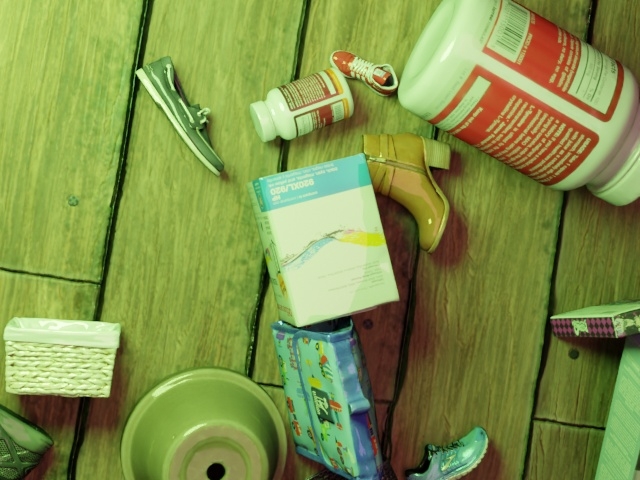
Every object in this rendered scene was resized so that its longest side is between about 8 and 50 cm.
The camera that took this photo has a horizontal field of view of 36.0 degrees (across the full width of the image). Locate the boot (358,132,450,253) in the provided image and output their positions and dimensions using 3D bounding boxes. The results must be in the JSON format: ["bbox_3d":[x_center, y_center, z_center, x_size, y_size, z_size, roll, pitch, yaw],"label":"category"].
[{"bbox_3d":[0.129,-0.080,1.611,0.153,0.073,0.197,6,78,-13],"label":"boot"}]

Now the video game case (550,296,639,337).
[{"bbox_3d":[0.520,0.121,1.611,0.210,0.232,0.041,-11,87,-12],"label":"video game case"}]

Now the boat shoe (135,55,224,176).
[{"bbox_3d":[-0.204,-0.195,1.536,0.065,0.075,0.206,-36,93,-6],"label":"boat shoe"}]

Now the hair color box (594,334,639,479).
[{"bbox_3d":[0.574,0.332,1.615,0.186,0.113,0.374,-2,117,-11],"label":"hair color box"}]

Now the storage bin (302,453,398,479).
[{"bbox_3d":[0.035,0.414,1.571,0.180,0.122,0.084,-27,96,-10],"label":"storage bin"}]

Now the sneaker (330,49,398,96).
[{"bbox_3d":[0.074,-0.276,1.596,0.119,0.067,0.042,28,85,-11],"label":"sneaker"}]

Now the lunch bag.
[{"bbox_3d":[0.032,0.230,1.480,0.138,0.293,0.220,-11,93,-12],"label":"lunch bag"}]

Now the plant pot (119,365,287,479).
[{"bbox_3d":[-0.163,0.326,1.469,0.263,0.229,0.262,0,88,-13],"label":"plant pot"}]

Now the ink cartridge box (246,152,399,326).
[{"bbox_3d":[0.000,0.000,1.532,0.168,0.171,0.232,-15,93,-11],"label":"ink cartridge box"}]

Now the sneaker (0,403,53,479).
[{"bbox_3d":[-0.529,0.291,1.469,0.228,0.087,0.130,37,77,-15],"label":"sneaker"}]

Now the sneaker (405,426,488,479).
[{"bbox_3d":[0.210,0.362,1.638,0.162,0.063,0.073,-39,95,-9],"label":"sneaker"}]

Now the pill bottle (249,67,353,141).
[{"bbox_3d":[-0.031,-0.212,1.566,0.152,0.086,0.086,-21,95,-11],"label":"pill bottle"}]

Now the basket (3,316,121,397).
[{"bbox_3d":[-0.388,0.176,1.484,0.167,0.113,0.103,4,92,-11],"label":"basket"}]

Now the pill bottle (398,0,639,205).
[{"bbox_3d":[0.349,-0.222,1.572,0.408,0.229,0.229,27,85,-11],"label":"pill bottle"}]
